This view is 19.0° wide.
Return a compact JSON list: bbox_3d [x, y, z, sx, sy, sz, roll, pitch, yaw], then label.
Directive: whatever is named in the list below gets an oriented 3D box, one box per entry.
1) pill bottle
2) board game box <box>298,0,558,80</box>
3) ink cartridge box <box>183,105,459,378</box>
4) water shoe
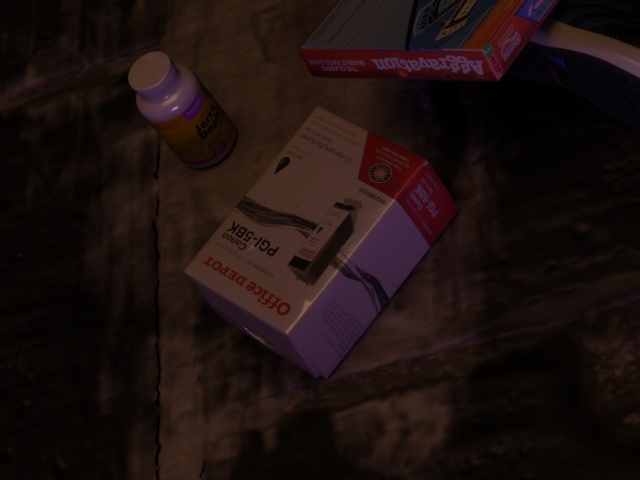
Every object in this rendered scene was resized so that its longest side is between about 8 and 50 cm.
[{"bbox_3d":[-0.091,-0.085,1.234,0.043,0.083,0.043,-15,53,20],"label":"pill bottle"},{"bbox_3d":[0.117,-0.198,1.179,0.145,0.027,0.281,5,47,44],"label":"board game box"},{"bbox_3d":[0.000,0.000,1.143,0.099,0.056,0.135,29,75,38],"label":"ink cartridge box"},{"bbox_3d":[0.172,-0.124,1.124,0.203,0.073,0.080,30,74,39],"label":"water shoe"}]
